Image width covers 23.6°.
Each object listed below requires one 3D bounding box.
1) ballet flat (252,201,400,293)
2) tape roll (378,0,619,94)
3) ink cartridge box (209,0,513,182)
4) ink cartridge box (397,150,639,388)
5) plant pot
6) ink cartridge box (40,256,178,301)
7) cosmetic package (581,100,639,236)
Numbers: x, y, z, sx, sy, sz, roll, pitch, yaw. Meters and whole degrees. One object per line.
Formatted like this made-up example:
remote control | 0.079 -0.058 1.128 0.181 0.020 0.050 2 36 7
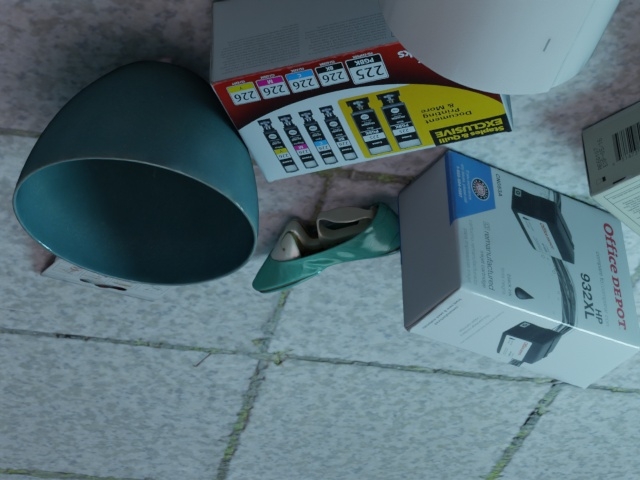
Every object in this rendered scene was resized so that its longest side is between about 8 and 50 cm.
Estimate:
ballet flat | 0.000 0.000 2.132 0.247 0.083 0.087 -18 118 23
tape roll | 0.193 -0.292 1.549 0.246 0.246 0.169 6 146 -10
ink cartridge box | 0.060 -0.183 1.805 0.309 0.130 0.272 -11 146 14
ink cartridge box | 0.266 0.042 2.057 0.307 0.223 0.129 19 140 -27
plant pot | -0.206 -0.099 1.845 0.290 0.195 0.290 6 150 4
ink cartridge box | -0.278 0.020 2.182 0.189 0.066 0.232 15 163 -23
cosmetic package | 0.495 -0.063 2.009 0.160 0.113 0.309 -26 139 31
